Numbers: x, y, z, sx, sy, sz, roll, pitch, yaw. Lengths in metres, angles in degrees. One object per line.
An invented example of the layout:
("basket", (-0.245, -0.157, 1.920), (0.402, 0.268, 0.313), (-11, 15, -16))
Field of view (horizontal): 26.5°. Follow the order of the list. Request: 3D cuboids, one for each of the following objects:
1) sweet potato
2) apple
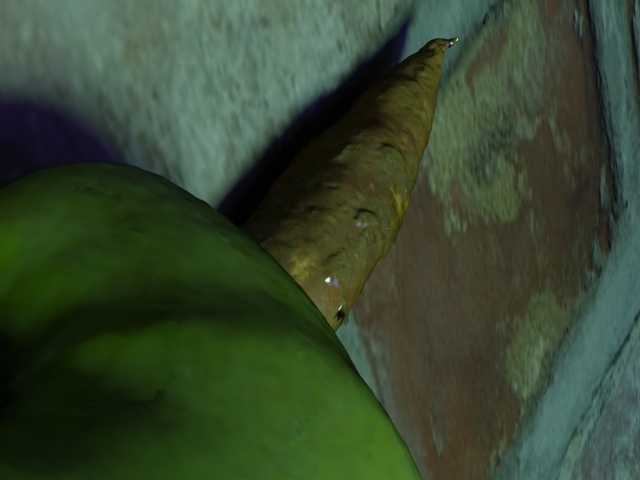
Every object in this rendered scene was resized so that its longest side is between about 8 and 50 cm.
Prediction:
("sweet potato", (0.000, 0.000, 0.616), (0.314, 0.072, 0.066), (-51, 155, -38))
("apple", (-0.097, 0.177, 0.438), (0.320, 0.312, 0.360), (-101, -172, -61))
